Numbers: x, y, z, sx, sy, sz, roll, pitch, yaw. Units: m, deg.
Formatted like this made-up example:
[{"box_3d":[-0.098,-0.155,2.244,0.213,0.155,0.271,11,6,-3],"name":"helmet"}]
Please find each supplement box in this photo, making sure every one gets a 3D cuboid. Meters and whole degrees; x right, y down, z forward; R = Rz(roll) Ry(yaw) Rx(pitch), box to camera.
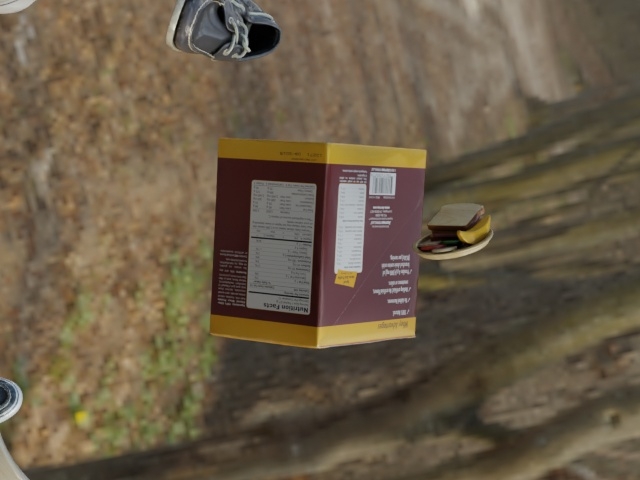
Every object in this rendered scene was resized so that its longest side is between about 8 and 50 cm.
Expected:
[{"box_3d":[0.000,0.000,1.636,0.191,0.129,0.194,-1,95,-57],"name":"supplement box"}]

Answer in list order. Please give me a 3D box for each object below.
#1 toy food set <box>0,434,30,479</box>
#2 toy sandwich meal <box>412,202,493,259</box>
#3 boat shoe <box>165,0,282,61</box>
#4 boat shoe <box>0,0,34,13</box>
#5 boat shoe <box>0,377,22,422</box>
[{"box_3d":[-0.350,0.128,1.367,0.092,0.219,0.306,51,16,-49],"name":"toy food set"},{"box_3d":[0.124,-0.009,1.542,0.085,0.085,0.029,-70,148,-70],"name":"toy sandwich meal"},{"box_3d":[-0.089,-0.207,1.578,0.206,0.065,0.075,-20,132,-75],"name":"boat shoe"},{"box_3d":[-0.265,-0.268,1.474,0.088,0.267,0.096,5,83,-46],"name":"boat shoe"},{"box_3d":[-0.456,0.187,1.986,0.083,0.183,0.065,90,-2,-68],"name":"boat shoe"}]
